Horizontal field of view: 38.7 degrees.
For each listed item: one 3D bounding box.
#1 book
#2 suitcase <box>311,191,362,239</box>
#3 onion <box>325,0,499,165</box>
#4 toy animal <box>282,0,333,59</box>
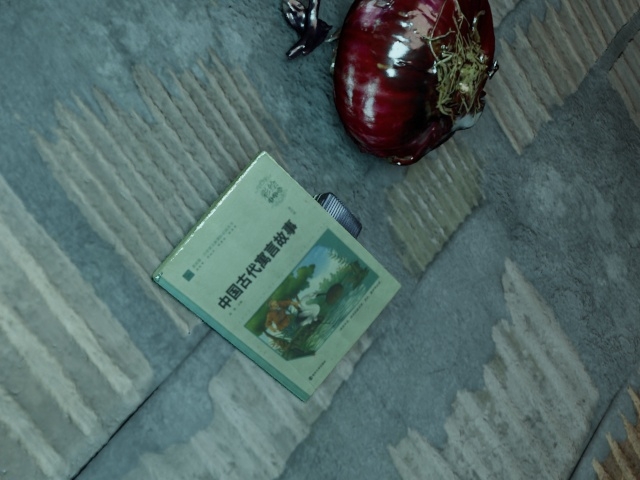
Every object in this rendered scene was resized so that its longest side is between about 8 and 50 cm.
[{"bbox_3d":[-0.047,0.053,1.173,0.282,0.025,0.215,41,85,-26],"label":"book"},{"bbox_3d":[0.000,0.000,1.253,0.086,0.059,0.126,46,56,-26],"label":"suitcase"},{"bbox_3d":[0.126,-0.262,1.306,0.314,0.232,0.314,-38,141,-39],"label":"onion"},{"bbox_3d":[-0.097,-0.376,1.227,0.324,0.090,0.195,22,68,-37],"label":"toy animal"}]
